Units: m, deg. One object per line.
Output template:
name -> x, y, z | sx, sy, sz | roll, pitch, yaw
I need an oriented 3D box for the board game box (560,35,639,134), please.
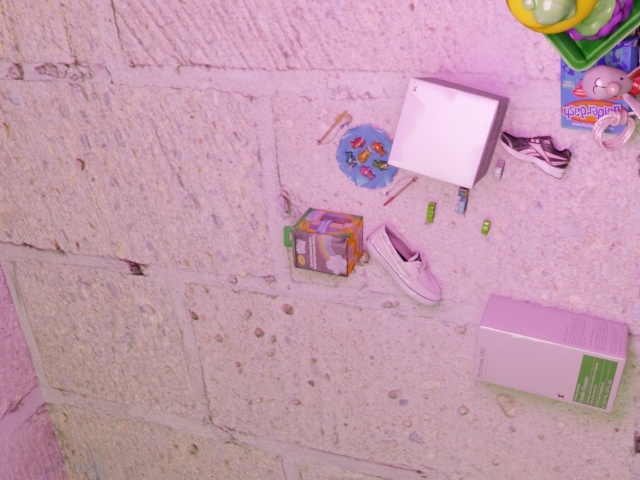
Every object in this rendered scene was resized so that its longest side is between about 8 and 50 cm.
board game box -> 0.612, -0.344, 1.727 | 0.160, 0.047, 0.210 | 15, 126, 40

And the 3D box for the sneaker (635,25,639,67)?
sneaker -> 0.711, -0.422, 1.667 | 0.071, 0.068, 0.169 | -5, 126, 10

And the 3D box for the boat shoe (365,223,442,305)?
boat shoe -> 0.244, 0.064, 2.139 | 0.267, 0.096, 0.088 | 48, 131, 3

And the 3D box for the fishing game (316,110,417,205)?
fishing game -> 0.124, -0.214, 2.061 | 0.264, 0.041, 0.189 | 46, 129, -6

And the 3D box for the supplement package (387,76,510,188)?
supplement package -> 0.298, -0.254, 1.791 | 0.199, 0.263, 0.198 | 18, 106, 14

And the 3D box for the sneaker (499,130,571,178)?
sneaker -> 0.515, -0.223, 1.869 | 0.178, 0.072, 0.077 | 26, 114, -1

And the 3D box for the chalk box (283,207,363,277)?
chalk box -> 0.000, 0.000, 2.187 | 0.213, 0.132, 0.132 | 11, 123, 20

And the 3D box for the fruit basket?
fruit basket -> 0.466, -0.518, 1.497 | 0.283, 0.392, 0.392 | -41, 97, 12

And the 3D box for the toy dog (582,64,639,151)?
toy dog -> 0.723, -0.298, 1.593 | 0.334, 0.161, 0.220 | -20, 117, 0

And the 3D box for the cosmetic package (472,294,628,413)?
cosmetic package -> 0.602, 0.296, 2.069 | 0.366, 0.155, 0.196 | 10, 124, 18

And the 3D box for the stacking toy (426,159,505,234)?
stacking toy -> 0.367, -0.126, 1.998 | 0.167, 0.052, 0.221 | 16, 125, 18
